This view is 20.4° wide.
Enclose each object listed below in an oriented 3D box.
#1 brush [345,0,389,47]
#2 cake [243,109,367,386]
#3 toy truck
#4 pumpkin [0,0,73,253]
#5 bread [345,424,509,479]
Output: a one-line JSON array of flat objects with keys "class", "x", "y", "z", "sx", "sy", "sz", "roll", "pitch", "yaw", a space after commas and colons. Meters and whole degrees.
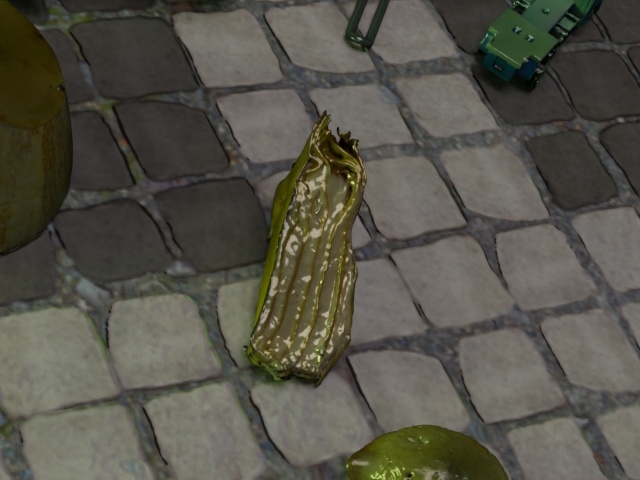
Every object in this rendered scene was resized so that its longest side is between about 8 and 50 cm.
[{"class": "brush", "x": 0.063, "y": -0.253, "z": 1.547, "sx": 0.062, "sy": 0.027, "sz": 0.266, "roll": 25, "pitch": 50, "yaw": -4}, {"class": "cake", "x": 0.004, "y": 0.002, "z": 1.246, "sx": 0.079, "sy": 0.116, "sz": 0.185, "roll": 23, "pitch": 42, "yaw": -9}, {"class": "toy truck", "x": 0.195, "y": -0.203, "z": 1.523, "sx": 0.067, "sy": 0.081, "sz": 0.175, "roll": 35, "pitch": 46, "yaw": 8}, {"class": "pumpkin", "x": -0.262, "y": -0.099, "z": 1.211, "sx": 0.217, "sy": 0.110, "sz": 0.217, "roll": 16, "pitch": 42, "yaw": -15}, {"class": "bread", "x": 0.103, "y": 0.185, "z": 1.171, "sx": 0.187, "sy": 0.065, "sz": 0.149, "roll": 22, "pitch": 42, "yaw": -5}]
